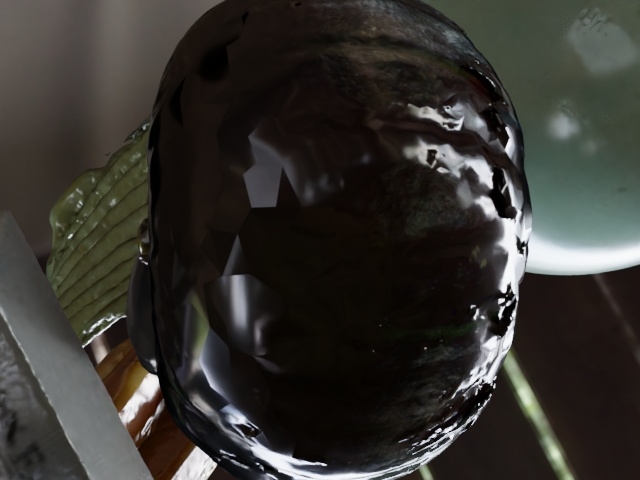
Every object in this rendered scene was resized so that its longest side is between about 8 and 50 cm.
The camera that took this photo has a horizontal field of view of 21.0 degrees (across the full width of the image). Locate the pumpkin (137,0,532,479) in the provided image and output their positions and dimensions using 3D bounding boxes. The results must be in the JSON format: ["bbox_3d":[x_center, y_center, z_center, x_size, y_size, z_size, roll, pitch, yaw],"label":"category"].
[{"bbox_3d":[0.000,0.000,0.772,0.163,0.233,0.233,2,143,-8],"label":"pumpkin"}]

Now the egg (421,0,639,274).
[{"bbox_3d":[0.186,-0.111,1.343,0.276,0.276,0.389,-8,-177,-26],"label":"egg"}]

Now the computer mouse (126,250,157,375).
[{"bbox_3d":[-0.063,-0.011,1.245,0.137,0.086,0.269,-34,-169,42],"label":"computer mouse"}]

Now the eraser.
[{"bbox_3d":[-0.178,0.160,1.109,0.111,0.352,0.077,-29,179,23],"label":"eraser"}]

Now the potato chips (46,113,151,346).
[{"bbox_3d":[-0.246,0.016,2.067,0.389,0.373,0.097,-31,120,36],"label":"potato chips"}]

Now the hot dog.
[{"bbox_3d":[-0.168,0.189,1.304,0.100,0.135,0.337,-42,-170,43],"label":"hot dog"}]
